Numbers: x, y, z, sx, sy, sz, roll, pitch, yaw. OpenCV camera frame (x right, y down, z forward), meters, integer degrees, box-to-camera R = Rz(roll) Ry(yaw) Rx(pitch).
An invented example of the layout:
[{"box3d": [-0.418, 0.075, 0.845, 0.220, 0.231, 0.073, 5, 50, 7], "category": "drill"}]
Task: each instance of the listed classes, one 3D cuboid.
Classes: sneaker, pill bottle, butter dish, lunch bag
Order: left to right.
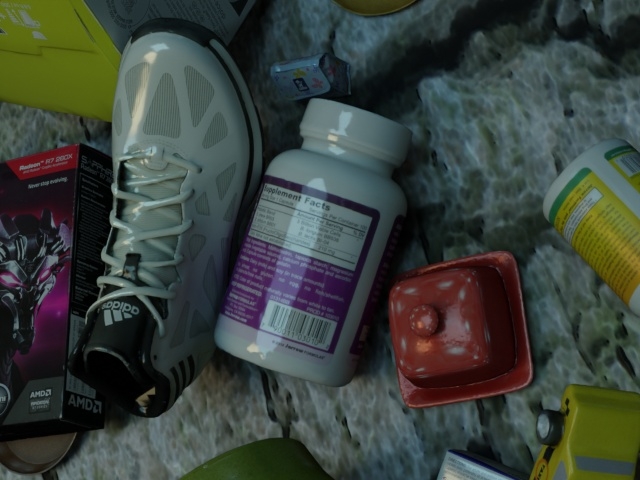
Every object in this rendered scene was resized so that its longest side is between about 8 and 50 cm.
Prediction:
[{"box3d": [-0.168, 0.003, 1.373, 0.169, 0.257, 0.447, 7, 122, 8], "category": "sneaker"}, {"box3d": [-0.012, -0.196, 1.531, 0.071, 0.083, 0.053, -7, 77, 27], "category": "lunch bag"}, {"box3d": [0.000, 0.000, 1.437, 0.169, 0.169, 0.301, 18, 89, 30], "category": "pill bottle"}, {"box3d": [0.133, 0.092, 1.376, 0.160, 0.118, 0.159, -14, 73, 26], "category": "butter dish"}, {"box3d": [0.333, 0.005, 1.285, 0.117, 0.118, 0.208, -46, 63, 13], "category": "pill bottle"}]

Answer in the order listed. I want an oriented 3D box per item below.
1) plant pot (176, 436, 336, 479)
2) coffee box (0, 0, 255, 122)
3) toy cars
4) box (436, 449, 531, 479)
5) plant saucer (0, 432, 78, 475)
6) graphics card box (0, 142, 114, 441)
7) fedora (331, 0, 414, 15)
[{"box3d": [-0.027, 0.402, 1.260, 0.366, 0.366, 0.353, -44, 63, 14], "category": "plant pot"}, {"box3d": [-0.299, -0.376, 1.519, 0.338, 0.338, 0.334, 12, 62, 31], "category": "coffee box"}, {"box3d": [0.338, 0.178, 1.197, 0.394, 0.176, 0.087, -35, 28, 6], "category": "toy cars"}, {"box3d": [0.177, 0.306, 1.336, 0.126, 0.072, 0.137, 19, 91, 31], "category": "box"}, {"box3d": [-0.375, 0.226, 1.679, 0.168, 0.029, 0.168, -5, 79, 28], "category": "plant saucer"}, {"box3d": [-0.387, 0.071, 1.655, 0.233, 0.094, 0.370, -9, 70, 26], "category": "graphics card box"}, {"box3d": [0.063, -0.367, 1.526, 0.194, 0.079, 0.194, -6, 77, 28], "category": "fedora"}]
